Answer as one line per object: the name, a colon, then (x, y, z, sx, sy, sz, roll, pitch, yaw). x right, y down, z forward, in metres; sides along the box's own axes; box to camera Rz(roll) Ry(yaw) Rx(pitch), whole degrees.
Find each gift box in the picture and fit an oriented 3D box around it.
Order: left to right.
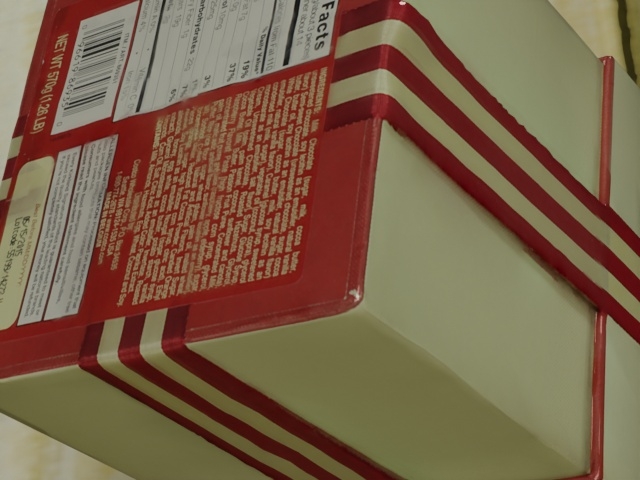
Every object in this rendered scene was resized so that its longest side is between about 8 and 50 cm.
gift box: (0.000, 0.000, 0.719, 0.276, 0.258, 0.255, -9, 58, 38)
